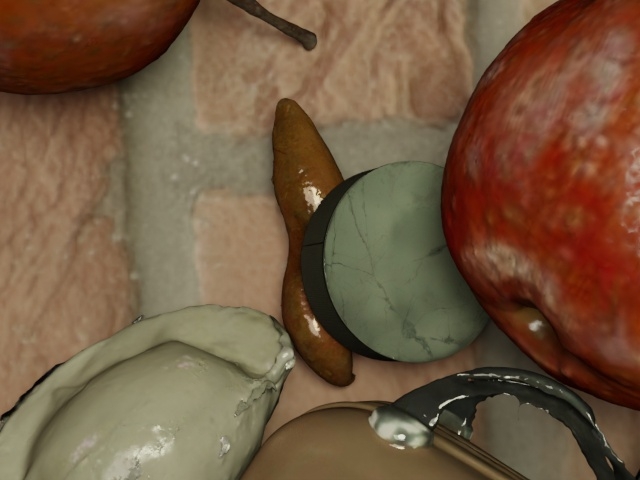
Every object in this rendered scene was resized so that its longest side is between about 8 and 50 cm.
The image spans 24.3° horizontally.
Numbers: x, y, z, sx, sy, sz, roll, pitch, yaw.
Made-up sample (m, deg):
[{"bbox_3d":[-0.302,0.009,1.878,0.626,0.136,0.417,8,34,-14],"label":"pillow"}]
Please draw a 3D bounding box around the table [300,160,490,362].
[{"bbox_3d":[0.055,0.015,0.993,0.133,0.043,0.133,2,85,-23],"label":"table"}]

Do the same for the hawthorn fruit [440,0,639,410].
[{"bbox_3d":[0.217,-0.030,0.911,0.284,0.284,0.284,0,82,3],"label":"hawthorn fruit"}]

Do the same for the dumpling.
[{"bbox_3d":[-0.127,0.129,0.976,0.172,0.142,0.247,28,55,28],"label":"dumpling"}]

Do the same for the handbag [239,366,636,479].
[{"bbox_3d":[0.083,0.212,0.896,0.302,0.149,0.283,29,97,25],"label":"handbag"}]

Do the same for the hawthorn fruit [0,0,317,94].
[{"bbox_3d":[-0.168,-0.220,0.970,0.263,0.235,0.231,-20,79,-1],"label":"hawthorn fruit"}]

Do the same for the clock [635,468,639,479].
[{"bbox_3d":[0.370,0.245,0.954,0.386,0.076,0.386,0,82,3],"label":"clock"}]

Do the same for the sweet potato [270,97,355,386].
[{"bbox_3d":[-0.001,0.000,1.021,0.058,0.055,0.202,-11,82,30],"label":"sweet potato"}]
